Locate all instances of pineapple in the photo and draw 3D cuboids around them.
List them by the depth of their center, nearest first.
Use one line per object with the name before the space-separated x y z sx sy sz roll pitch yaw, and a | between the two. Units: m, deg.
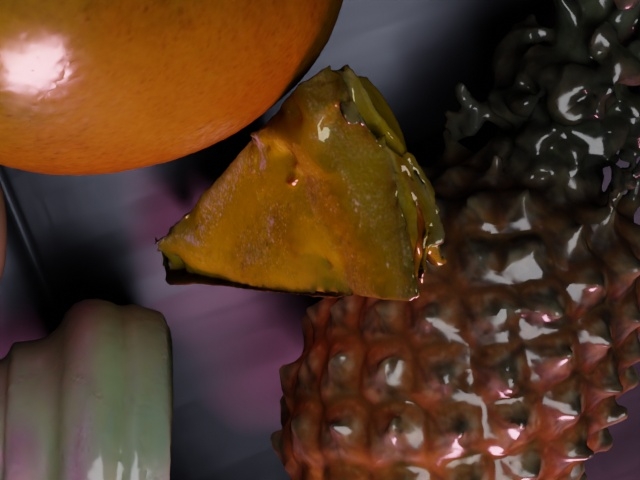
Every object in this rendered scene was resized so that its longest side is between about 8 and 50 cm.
pineapple | 0.102 -0.017 0.935 0.175 0.175 0.361 15 108 -25

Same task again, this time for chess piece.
chess piece | -0.208 0.090 0.915 0.272 0.139 0.139 4 113 -8

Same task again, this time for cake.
cake | 0.003 -0.002 0.890 0.080 0.116 0.185 -23 163 -41

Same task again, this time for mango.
mango | -0.091 -0.103 0.798 0.175 0.139 0.254 -51 161 25

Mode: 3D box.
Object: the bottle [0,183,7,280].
bottle | -0.243 0.003 0.856 0.209 0.110 0.097 -2 146 -18
